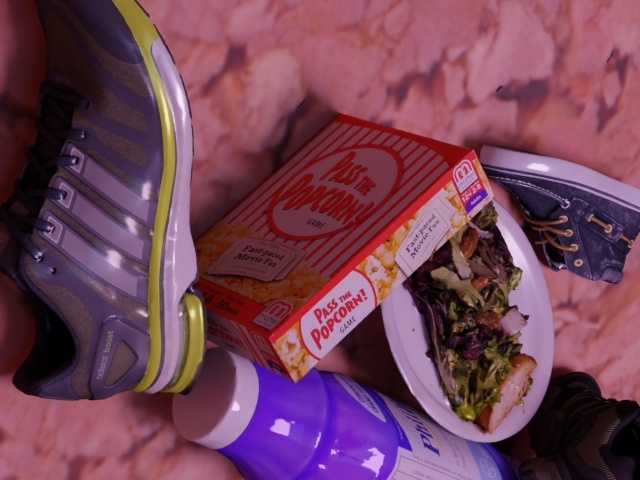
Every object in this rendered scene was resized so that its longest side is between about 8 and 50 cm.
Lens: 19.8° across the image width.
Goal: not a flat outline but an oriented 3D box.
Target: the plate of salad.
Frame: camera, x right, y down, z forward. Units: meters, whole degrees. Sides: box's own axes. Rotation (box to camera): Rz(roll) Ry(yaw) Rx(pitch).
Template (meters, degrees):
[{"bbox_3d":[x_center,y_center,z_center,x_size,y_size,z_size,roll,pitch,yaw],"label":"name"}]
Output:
[{"bbox_3d":[0.119,0.050,1.364,0.200,0.048,0.200,15,68,-42],"label":"plate of salad"}]

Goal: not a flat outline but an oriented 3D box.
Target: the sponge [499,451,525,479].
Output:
[{"bbox_3d":[0.116,0.270,1.471,0.117,0.031,0.210,26,86,-39],"label":"sponge"}]

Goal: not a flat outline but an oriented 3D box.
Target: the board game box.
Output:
[{"bbox_3d":[0.000,0.000,1.234,0.193,0.147,0.045,-42,124,-21],"label":"board game box"}]

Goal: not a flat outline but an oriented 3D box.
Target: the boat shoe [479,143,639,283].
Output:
[{"bbox_3d":[0.187,-0.018,1.422,0.183,0.065,0.083,16,91,-40],"label":"boat shoe"}]

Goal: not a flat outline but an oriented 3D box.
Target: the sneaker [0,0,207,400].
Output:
[{"bbox_3d":[-0.149,-0.028,1.142,0.121,0.111,0.300,-17,110,-29],"label":"sneaker"}]

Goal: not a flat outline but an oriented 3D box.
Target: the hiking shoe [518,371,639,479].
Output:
[{"bbox_3d":[0.220,0.162,1.409,0.227,0.114,0.086,-64,138,-67],"label":"hiking shoe"}]

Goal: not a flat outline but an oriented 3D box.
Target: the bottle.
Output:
[{"bbox_3d":[0.020,0.150,1.309,0.283,0.118,0.092,27,100,-38],"label":"bottle"}]
